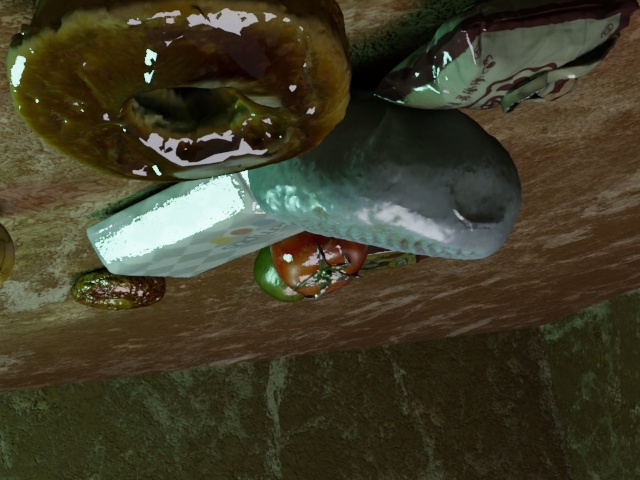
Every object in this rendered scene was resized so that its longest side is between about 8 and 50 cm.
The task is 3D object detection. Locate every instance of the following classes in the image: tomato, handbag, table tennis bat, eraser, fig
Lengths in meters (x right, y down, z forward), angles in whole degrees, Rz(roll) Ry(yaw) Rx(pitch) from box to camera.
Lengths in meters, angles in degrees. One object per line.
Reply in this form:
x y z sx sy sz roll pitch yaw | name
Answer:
0.000 0.000 1.946 0.167 0.167 0.167 -10 167 -2 | tomato
0.202 -0.200 1.327 0.235 0.127 0.213 -7 166 -23 | handbag
0.173 0.024 2.523 0.310 0.038 0.200 -8 169 4 | table tennis bat
-0.145 -0.035 1.826 0.397 0.082 0.213 -21 164 39 | eraser
-0.060 0.015 2.189 0.124 0.124 0.236 -9 143 -7 | fig

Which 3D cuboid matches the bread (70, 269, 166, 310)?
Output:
-0.380 0.094 2.308 0.193 0.064 0.193 -7 167 -2 | bread

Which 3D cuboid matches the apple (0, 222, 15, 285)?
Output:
-0.511 0.017 1.731 0.147 0.146 0.146 -10 167 -2 | apple

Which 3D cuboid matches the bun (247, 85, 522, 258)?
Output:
0.086 -0.087 1.502 0.355 0.194 0.354 10 179 0 | bun

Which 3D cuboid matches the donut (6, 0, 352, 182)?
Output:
-0.117 -0.172 1.101 0.330 0.159 0.330 2 158 1 | donut
